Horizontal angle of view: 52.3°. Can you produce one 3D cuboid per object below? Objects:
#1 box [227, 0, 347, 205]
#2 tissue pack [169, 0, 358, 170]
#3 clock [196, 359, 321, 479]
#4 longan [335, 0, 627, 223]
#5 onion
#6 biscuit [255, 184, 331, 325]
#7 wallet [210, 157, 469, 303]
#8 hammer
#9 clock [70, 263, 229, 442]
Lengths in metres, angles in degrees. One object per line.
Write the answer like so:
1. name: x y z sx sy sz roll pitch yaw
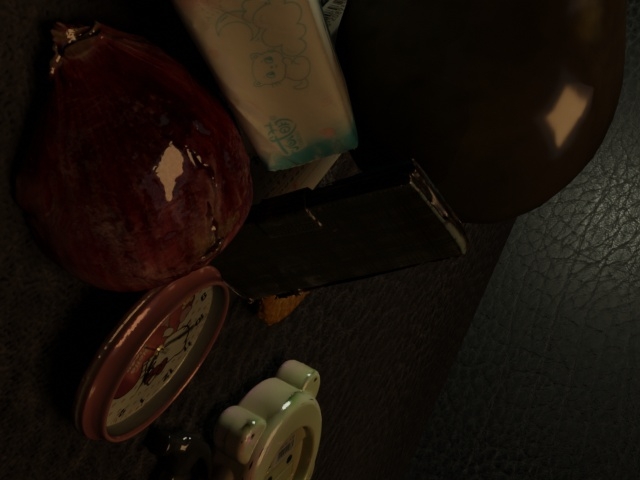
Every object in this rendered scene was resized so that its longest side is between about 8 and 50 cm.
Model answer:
1. box: -0.033 -0.155 0.892 0.365 0.051 0.204 -54 152 -27
2. tissue pack: -0.057 -0.217 0.628 0.124 0.201 0.271 -20 148 4
3. clock: -0.101 0.383 1.146 0.284 0.114 0.309 -29 133 -51
4. longan: 0.188 -0.218 0.788 0.336 0.404 0.404 10 106 -23
5. onion: -0.164 -0.068 0.608 0.227 0.120 0.283 -40 138 -22
6. biscuit: -0.026 0.020 1.029 0.254 0.035 0.254 -53 164 -23
7. wallet: 0.000 -0.001 0.774 0.169 0.317 0.044 45 41 -42
8. hammer: -0.291 0.476 0.925 0.439 0.044 0.168 -61 153 -11
9. clock: -0.197 0.130 0.774 0.244 0.056 0.244 -54 166 -21
